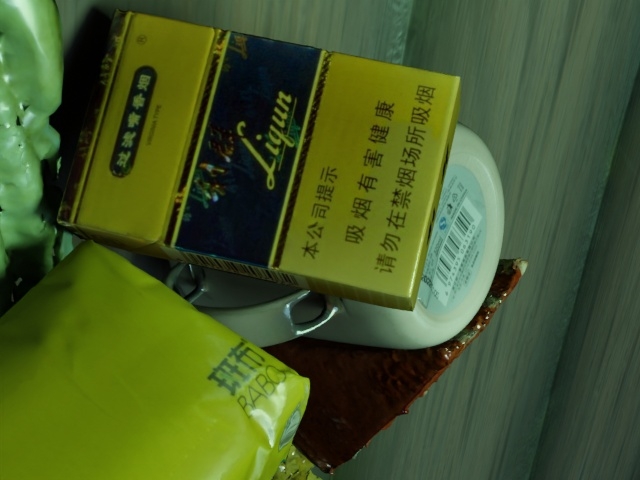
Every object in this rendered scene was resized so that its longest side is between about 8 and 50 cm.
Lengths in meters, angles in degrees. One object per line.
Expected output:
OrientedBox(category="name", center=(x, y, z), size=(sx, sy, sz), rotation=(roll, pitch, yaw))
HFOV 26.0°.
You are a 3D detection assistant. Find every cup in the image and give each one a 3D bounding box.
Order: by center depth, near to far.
OrientedBox(category="cup", center=(0.000, 0.000, 1.033), size=(0.253, 0.200, 0.192), rotation=(-41, 128, -40))

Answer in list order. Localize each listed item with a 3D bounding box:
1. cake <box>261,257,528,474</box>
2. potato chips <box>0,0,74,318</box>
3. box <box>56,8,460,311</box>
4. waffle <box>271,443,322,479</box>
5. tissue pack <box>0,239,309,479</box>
OrientedBox(category="cake", center=(0.043, 0.062, 1.183), size=(0.158, 0.159, 0.262), rotation=(-42, 173, -36))
OrientedBox(category="potato chips", center=(-0.274, 0.016, 0.783), size=(0.373, 0.097, 0.389), rotation=(-43, 146, -58))
OrientedBox(category="box", center=(-0.037, -0.052, 0.916), size=(0.070, 0.237, 0.152), rotation=(75, 29, -78))
OrientedBox(category="waffle", center=(-0.065, 0.234, 1.328), size=(0.291, 0.051, 0.291), rotation=(-35, 140, -37))
OrientedBox(category="tissue pack", center=(-0.152, 0.145, 0.840), size=(0.271, 0.192, 0.134), rotation=(-50, 166, -43))
